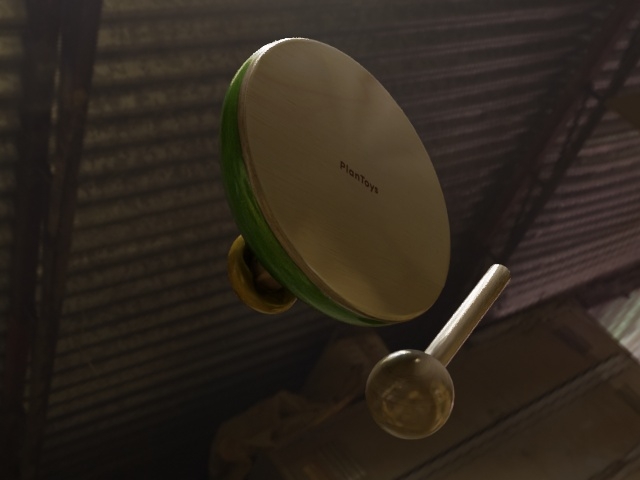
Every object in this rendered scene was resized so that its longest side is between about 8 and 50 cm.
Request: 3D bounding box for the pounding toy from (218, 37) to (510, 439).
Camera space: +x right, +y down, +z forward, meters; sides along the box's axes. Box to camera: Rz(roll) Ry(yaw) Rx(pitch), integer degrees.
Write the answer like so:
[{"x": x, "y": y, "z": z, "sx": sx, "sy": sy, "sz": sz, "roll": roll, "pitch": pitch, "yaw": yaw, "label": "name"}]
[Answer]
[{"x": 0.000, "y": 0.000, "z": 0.551, "sx": 0.110, "sy": 0.237, "sz": 0.183, "roll": -26, "pitch": 18, "yaw": 37, "label": "pounding toy"}]
